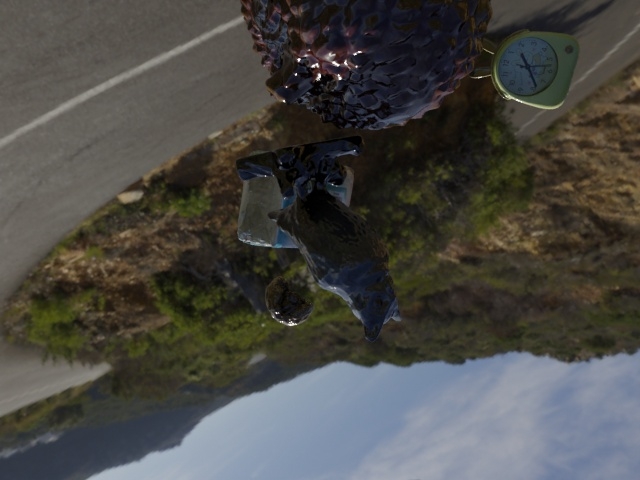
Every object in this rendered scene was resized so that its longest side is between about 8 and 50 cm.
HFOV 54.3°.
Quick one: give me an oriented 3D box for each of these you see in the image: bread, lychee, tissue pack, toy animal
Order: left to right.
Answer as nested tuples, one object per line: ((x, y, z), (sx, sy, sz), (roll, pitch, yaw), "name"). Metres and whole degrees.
((-0.076, 0.138, 1.354), (0.082, 0.113, 0.060), (-53, 173, 6), "bread")
((-0.048, -0.083, 1.349), (0.124, 0.201, 0.271), (15, -174, 33), "tissue pack")
((0.000, 0.004, 0.625), (0.117, 0.210, 0.121), (-23, 175, 43), "toy animal")
((0.048, -0.225, 0.557), (0.271, 0.236, 0.236), (-57, 179, -5), "lychee")

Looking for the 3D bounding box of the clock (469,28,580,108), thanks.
((0.476, -0.413, 1.470), (0.069, 0.232, 0.170), (-61, 163, -68), "clock")
